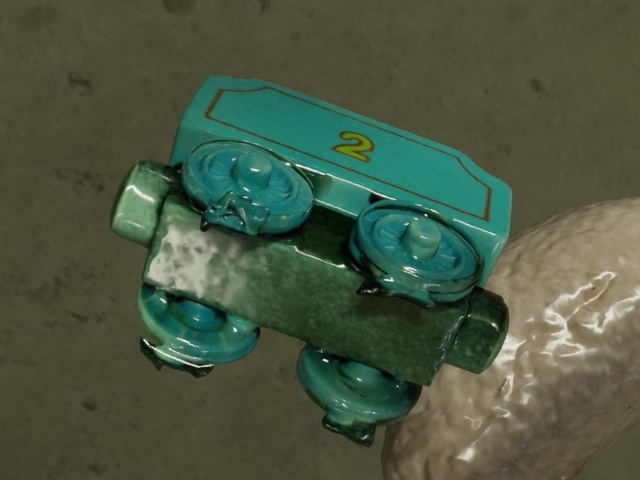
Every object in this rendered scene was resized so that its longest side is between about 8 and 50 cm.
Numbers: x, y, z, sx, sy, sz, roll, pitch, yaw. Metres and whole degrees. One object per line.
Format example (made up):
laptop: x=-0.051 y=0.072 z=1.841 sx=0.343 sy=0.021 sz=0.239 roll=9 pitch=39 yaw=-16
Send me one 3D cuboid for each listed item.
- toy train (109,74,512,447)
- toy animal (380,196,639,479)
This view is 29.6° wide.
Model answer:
toy train: x=0.000 y=0.000 z=0.627 sx=0.203 sy=0.112 sz=0.163 roll=22 pitch=32 yaw=-2
toy animal: x=0.192 y=0.087 z=1.003 sx=0.358 sy=0.226 sz=0.188 roll=-38 pitch=74 yaw=-1
